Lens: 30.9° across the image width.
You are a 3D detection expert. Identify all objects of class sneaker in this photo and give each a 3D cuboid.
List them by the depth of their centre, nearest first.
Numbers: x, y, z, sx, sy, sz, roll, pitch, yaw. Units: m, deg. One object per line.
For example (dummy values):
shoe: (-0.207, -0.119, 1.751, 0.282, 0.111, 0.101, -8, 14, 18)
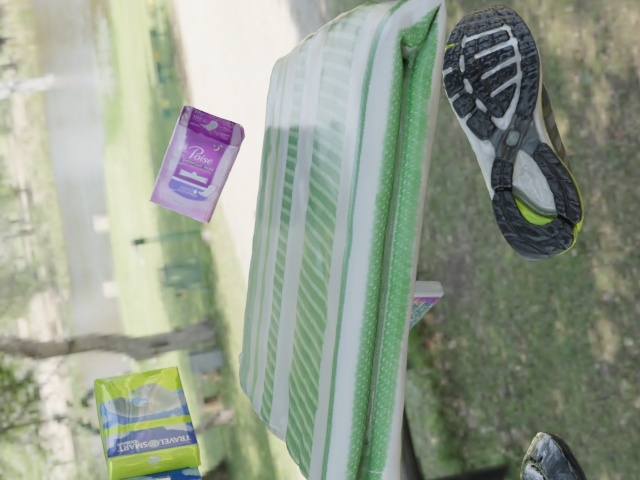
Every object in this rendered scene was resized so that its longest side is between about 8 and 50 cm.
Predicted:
sneaker: (0.214, -0.115, 1.277, 0.121, 0.111, 0.299, 27, -131, -71)

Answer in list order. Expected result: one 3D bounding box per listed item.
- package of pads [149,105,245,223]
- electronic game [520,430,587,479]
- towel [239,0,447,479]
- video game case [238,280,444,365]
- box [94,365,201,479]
package of pads: (-0.092, -0.055, 0.864, 0.032, 0.050, 0.083, -83, 16, -51)
electronic game: (0.261, 0.314, 1.215, 0.229, 0.048, 0.229, 169, 90, -84)
towel: (0.000, 0.000, 0.659, 0.325, 0.038, 0.247, -171, 86, -79)
video game case: (0.019, 0.081, 1.107, 0.143, 0.157, 0.019, -53, 44, 45)
box: (-0.210, 0.225, 1.389, 0.178, 0.109, 0.042, -119, 24, -56)
